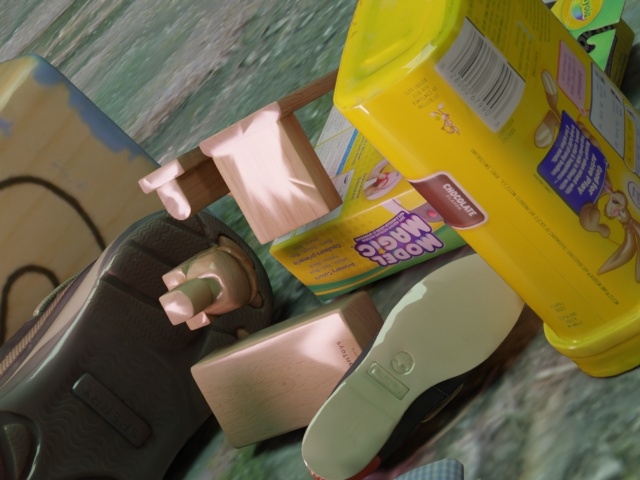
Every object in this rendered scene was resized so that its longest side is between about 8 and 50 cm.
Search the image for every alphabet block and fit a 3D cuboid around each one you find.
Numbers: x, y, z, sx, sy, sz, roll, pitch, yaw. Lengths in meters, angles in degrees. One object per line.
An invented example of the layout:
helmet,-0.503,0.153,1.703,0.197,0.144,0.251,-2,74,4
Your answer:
alphabet block,-0.213,0.016,1.099,0.197,0.192,0.193,-56,23,-20

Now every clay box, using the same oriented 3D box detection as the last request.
clay box,0.081,-0.056,0.893,0.222,0.053,0.127,-22,34,41

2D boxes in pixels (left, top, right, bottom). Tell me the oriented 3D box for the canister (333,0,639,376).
canister,0.088,-0.041,0.707,0.073,0.170,0.126,-31,27,31

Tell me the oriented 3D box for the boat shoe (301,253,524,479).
boat shoe,0.044,0.061,0.777,0.137,0.049,0.043,-47,-16,-4

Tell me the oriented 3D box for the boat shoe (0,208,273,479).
boat shoe,-0.164,0.133,0.933,0.355,0.132,0.130,-47,12,-25

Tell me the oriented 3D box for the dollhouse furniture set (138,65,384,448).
dollhouse furniture set,0.000,0.000,0.866,0.144,0.151,0.123,-24,7,41

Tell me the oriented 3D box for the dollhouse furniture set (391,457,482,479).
dollhouse furniture set,-0.071,0.134,0.654,0.303,0.198,0.286,-32,27,28
